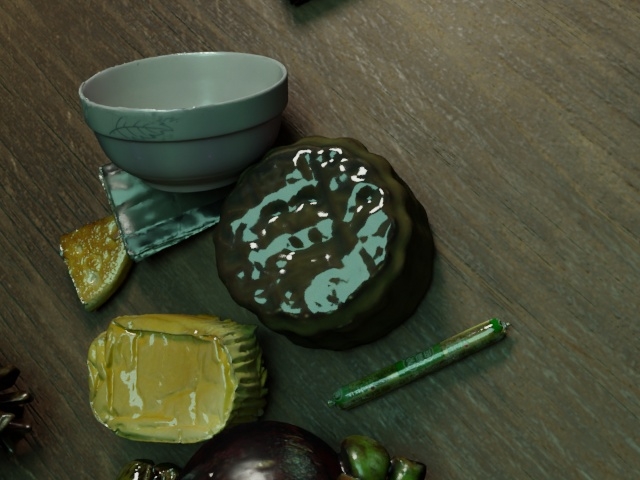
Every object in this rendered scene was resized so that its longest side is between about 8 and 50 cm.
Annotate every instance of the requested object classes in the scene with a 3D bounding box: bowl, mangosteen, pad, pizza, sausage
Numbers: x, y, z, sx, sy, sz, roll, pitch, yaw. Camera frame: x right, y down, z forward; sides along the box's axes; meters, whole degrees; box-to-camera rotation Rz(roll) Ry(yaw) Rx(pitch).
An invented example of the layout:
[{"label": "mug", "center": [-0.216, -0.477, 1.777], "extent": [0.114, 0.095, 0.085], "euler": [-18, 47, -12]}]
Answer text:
[{"label": "bowl", "center": [-0.185, -0.162, 1.288], "extent": [0.286, 0.287, 0.144], "euler": [9, 118, 22]}, {"label": "mangosteen", "center": [-0.048, 0.356, 1.098], "extent": [0.311, 0.311, 0.311], "euler": [-5, 75, 19]}, {"label": "pad", "center": [-0.211, -0.084, 1.386], "extent": [0.233, 0.022, 0.174], "euler": [-23, 69, 2]}, {"label": "pizza", "center": [-0.347, 0.023, 1.418], "extent": [0.130, 0.041, 0.178], "euler": [7, 79, 19]}, {"label": "sausage", "center": [0.129, 0.166, 1.211], "extent": [0.269, 0.033, 0.033], "euler": [-26, 69, 12]}]

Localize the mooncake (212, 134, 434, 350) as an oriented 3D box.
[{"label": "mooncake", "center": [0.000, 0.000, 1.232], "extent": [0.290, 0.161, 0.291], "euler": [-5, 73, 17]}]

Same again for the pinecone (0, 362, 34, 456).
[{"label": "pinecone", "center": [-0.569, 0.226, 1.343], "extent": [0.309, 0.244, 0.244], "euler": [13, 81, 9]}]

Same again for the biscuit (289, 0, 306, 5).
[{"label": "biscuit", "center": [0.095, -0.487, 1.371], "extent": [0.388, 0.073, 0.107], "euler": [-24, 68, 12]}]

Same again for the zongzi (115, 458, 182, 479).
[{"label": "zongzi", "center": [-0.172, 0.459, 1.209], "extent": [0.300, 0.145, 0.274], "euler": [20, 78, 7]}]

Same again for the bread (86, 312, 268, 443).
[{"label": "bread", "center": [-0.196, 0.188, 1.269], "extent": [0.250, 0.133, 0.179], "euler": [-3, 79, 22]}]
